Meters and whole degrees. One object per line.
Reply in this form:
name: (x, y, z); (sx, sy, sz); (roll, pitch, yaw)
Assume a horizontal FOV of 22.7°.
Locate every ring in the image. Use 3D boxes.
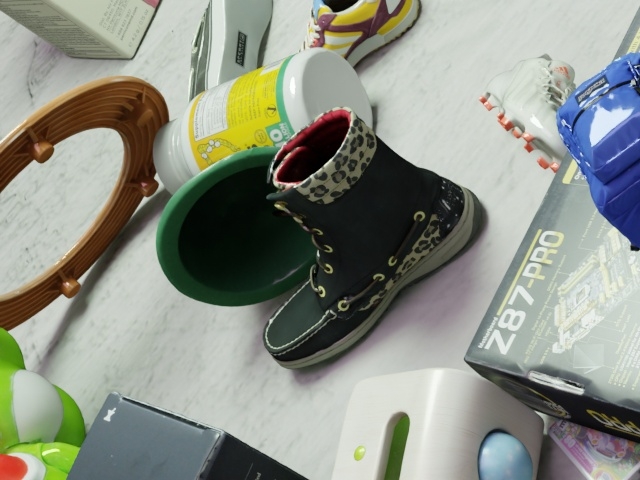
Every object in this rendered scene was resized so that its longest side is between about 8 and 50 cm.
ring: (-0.267, -0.020, 1.586); (0.032, 0.336, 0.336); (40, 95, 17)

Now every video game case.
video game case: (0.232, 0.125, 1.180); (0.122, 0.011, 0.087); (-48, 39, 8)

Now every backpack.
backpack: (0.219, -0.076, 1.108); (0.098, 0.101, 0.120); (-33, 36, 15)

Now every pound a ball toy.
pound a ball toy: (0.053, 0.245, 1.122); (0.135, 0.208, 0.319); (-12, 55, 41)

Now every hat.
hat: (-0.093, -0.053, 1.517); (0.208, 0.173, 0.183); (-39, 39, 13)

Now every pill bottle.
pill bottle: (-0.062, -0.104, 1.560); (0.208, 0.117, 0.118); (-17, 52, 37)

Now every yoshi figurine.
yoshi figurine: (-0.257, 0.244, 1.512); (0.362, 0.203, 0.203); (62, 146, 35)

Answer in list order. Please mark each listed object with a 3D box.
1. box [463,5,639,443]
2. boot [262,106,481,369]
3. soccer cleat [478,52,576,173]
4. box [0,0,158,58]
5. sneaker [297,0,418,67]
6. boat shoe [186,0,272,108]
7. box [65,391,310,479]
box: (0.314, -0.035, 1.133); (0.318, 0.097, 0.395); (13, 70, 48)
boot: (0.000, -0.002, 1.373); (0.236, 0.178, 0.085); (-39, 41, 18)
soccer cleat: (0.185, -0.115, 1.323); (0.076, 0.068, 0.196); (-42, 19, 7)
box: (-0.320, -0.326, 1.890); (0.148, 0.232, 0.127); (9, 71, 48)
sneaker: (0.005, -0.204, 1.588); (0.185, 0.084, 0.069); (-41, 41, 16)
boat shoe: (-0.107, -0.216, 1.718); (0.070, 0.078, 0.219); (-15, 55, 37)
box: (-0.080, 0.220, 1.275); (0.153, 0.207, 0.108); (11, 72, 49)
